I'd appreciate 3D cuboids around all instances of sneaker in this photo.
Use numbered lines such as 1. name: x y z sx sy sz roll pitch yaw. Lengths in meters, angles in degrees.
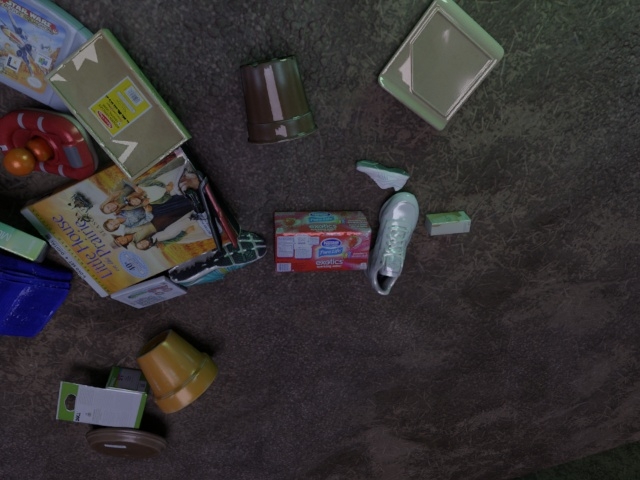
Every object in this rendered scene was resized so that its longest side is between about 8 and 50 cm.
1. sneaker: -0.283 0.056 1.284 0.276 0.107 0.110 -18 154 -3
2. sneaker: 0.211 0.016 1.283 0.114 0.152 0.304 8 119 -11
3. sneaker: 0.160 -0.169 1.217 0.152 0.053 0.061 14 122 -17

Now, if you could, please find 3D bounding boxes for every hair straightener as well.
1. hair straightener: -0.280 -0.068 1.094 0.089 0.047 0.230 -18 122 4

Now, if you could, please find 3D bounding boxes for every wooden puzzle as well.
1. wooden puzzle: 0.283 -0.416 1.090 0.221 0.044 0.238 29 109 -23

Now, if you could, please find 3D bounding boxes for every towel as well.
1. towel: -0.822 0.145 1.158 0.227 0.076 0.308 -55 144 5

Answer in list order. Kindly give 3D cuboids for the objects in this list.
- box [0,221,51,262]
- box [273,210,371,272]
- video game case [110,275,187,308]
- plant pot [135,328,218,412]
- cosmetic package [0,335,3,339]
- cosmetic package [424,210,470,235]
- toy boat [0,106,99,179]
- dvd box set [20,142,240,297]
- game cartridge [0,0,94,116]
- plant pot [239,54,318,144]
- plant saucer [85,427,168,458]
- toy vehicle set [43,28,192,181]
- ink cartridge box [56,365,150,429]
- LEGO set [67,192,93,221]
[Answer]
1. box: -0.809 -0.038 1.067 0.322 0.232 0.058 27 75 -23
2. box: 0.000 0.000 1.258 0.257 0.122 0.128 -2 123 -7
3. video game case: -0.481 0.149 1.299 0.157 0.019 0.143 -18 157 3
4. plant pot: -0.452 0.383 1.405 0.205 0.205 0.187 -29 105 10
5. cosmetic package: -0.908 0.172 1.251 0.061 0.098 0.238 8 120 -13
6. cosmetic package: 0.364 -0.050 1.318 0.115 0.060 0.041 -6 121 -6
7. toy boat: -0.617 -0.194 0.998 0.231 0.151 0.150 13 132 20
8. dvd box set: -0.458 -0.053 1.146 0.421 0.062 0.307 -23 122 7
9. game cartridge: -0.615 -0.412 0.953 0.297 0.062 0.198 27 119 -22
10. plant pot: -0.101 -0.319 1.031 0.167 0.167 0.165 -11 114 -1
11. plant saucer: -0.677 0.713 1.604 0.278 0.041 0.277 2 141 1
12. toy vehicle set: -0.425 -0.280 0.977 0.166 0.035 0.266 -32 108 11
13. ink cartridge box: -0.698 0.504 1.492 0.256 0.097 0.188 15 119 -15
14. LEGO set: -0.558 -0.080 1.071 0.054 0.023 0.083 20 130 -15
